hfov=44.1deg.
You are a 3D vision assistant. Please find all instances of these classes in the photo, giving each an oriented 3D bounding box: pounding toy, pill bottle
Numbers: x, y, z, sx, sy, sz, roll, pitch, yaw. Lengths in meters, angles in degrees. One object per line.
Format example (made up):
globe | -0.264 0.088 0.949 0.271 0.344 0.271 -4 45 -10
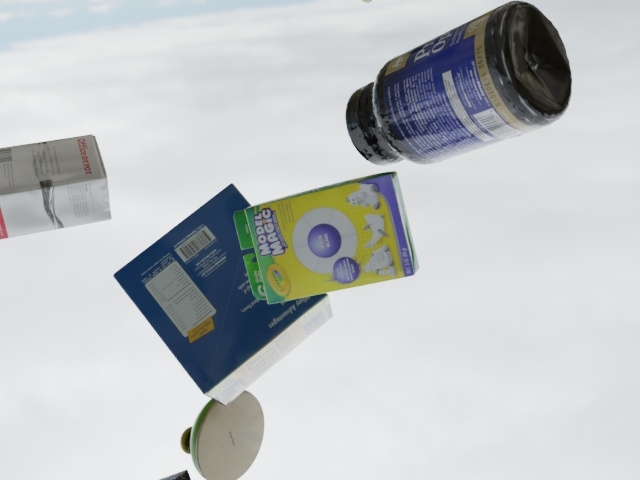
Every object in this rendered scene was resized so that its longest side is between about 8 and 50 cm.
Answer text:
pounding toy | -0.210 0.397 1.542 0.110 0.237 0.183 7 -175 39
pill bottle | 0.132 -0.148 0.812 0.123 0.123 0.219 -21 -176 -43

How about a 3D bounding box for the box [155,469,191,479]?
box | -0.270 0.527 1.316 0.142 0.163 0.247 -18 -168 -2

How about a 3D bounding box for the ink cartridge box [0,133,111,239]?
ink cartridge box | -0.291 -0.055 0.815 0.135 0.056 0.099 -11 -143 -17

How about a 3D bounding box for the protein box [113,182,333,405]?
protein box | -0.124 0.075 1.057 0.200 0.201 0.136 -39 164 -8

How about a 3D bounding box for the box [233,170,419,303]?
box | 0.000 0.000 0.798 0.179 0.105 0.043 -13 -175 18

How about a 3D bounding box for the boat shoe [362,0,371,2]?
boat shoe | 0.041 -0.356 0.976 0.045 0.135 0.050 4 156 -34
